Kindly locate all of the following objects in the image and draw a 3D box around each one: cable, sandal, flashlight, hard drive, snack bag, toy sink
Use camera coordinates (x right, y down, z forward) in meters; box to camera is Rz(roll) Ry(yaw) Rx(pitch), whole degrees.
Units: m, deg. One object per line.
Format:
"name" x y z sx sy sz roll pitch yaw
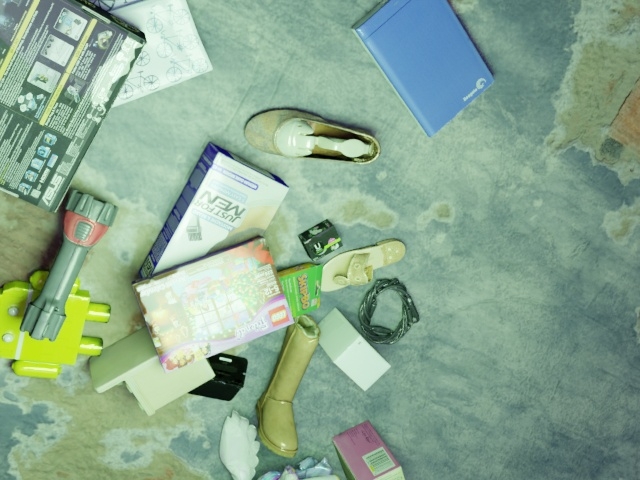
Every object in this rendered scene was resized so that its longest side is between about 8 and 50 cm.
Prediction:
"cable" 0.166 0.179 1.889 0.151 0.047 0.184 -30 119 -3
"sandal" 0.107 0.067 1.799 0.240 0.079 0.088 -24 116 -11
"flashlight" -0.519 0.050 1.513 0.103 0.103 0.303 28 84 -60
"hard drive" 0.241 -0.423 1.691 0.210 0.040 0.318 -42 118 -2
"snack bag" -0.414 -0.434 1.424 0.323 0.037 0.342 -21 117 -6
"toy sink" -0.377 0.287 1.660 0.234 0.153 0.131 -29 117 -10

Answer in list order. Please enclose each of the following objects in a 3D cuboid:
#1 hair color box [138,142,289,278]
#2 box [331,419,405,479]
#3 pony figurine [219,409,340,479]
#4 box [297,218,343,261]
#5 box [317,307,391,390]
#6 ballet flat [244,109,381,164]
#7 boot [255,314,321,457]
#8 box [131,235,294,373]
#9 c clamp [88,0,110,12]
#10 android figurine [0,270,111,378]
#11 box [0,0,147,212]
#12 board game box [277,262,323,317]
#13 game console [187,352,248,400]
"hair color box" -0.236 -0.020 1.625 0.185 0.110 0.338 25 100 -27
"box" 0.148 0.645 1.952 0.117 0.213 0.242 -23 115 -11
"pony figurine" -0.136 0.631 1.837 0.364 0.303 0.350 9 115 -39
"box" 0.000 0.000 1.751 0.083 0.052 0.062 -29 117 -7
"box" 0.071 0.264 1.807 0.091 0.170 0.130 -44 117 -1
"ballet flat" -0.006 -0.224 1.635 0.316 0.106 0.107 2 108 -21
"boot" -0.070 0.338 1.751 0.089 0.236 0.269 16 106 -26
"box" -0.225 0.132 1.563 0.294 0.057 0.200 -21 99 -14
"c clamp" -0.442 -0.503 1.420 0.137 0.022 0.160 -15 115 -10
"android figurine" -0.600 0.180 1.592 0.273 0.056 0.248 12 104 -26
"box" -0.557 -0.288 1.379 0.318 0.097 0.394 25 106 -25
"board game box" -0.099 0.134 1.723 0.260 0.039 0.124 -14 120 -39
"game console" -0.252 0.330 1.801 0.122 0.071 0.107 17 72 -26
